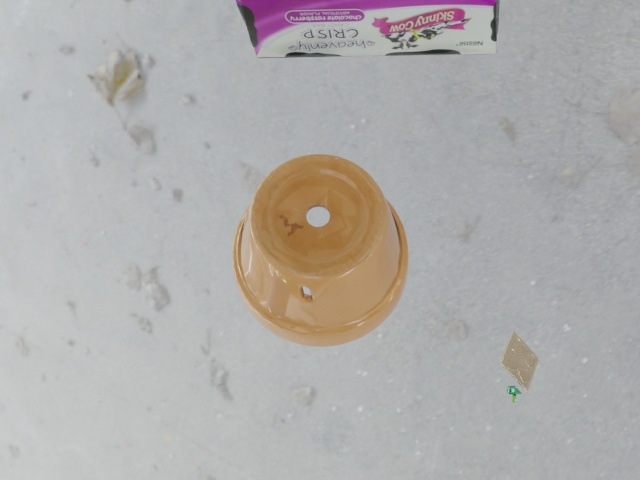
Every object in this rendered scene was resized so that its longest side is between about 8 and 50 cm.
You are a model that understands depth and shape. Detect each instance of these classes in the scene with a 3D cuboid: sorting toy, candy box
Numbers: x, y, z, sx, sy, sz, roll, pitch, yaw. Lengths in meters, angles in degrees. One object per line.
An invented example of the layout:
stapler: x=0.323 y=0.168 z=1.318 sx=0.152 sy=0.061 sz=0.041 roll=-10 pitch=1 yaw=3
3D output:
sorting toy: x=0.244 y=0.161 z=0.994 sx=0.012 sy=0.083 sz=0.062 roll=-22 pitch=115 yaw=46
candy box: x=0.040 y=-0.233 z=0.528 sx=0.159 sy=0.071 sz=0.234 roll=2 pitch=64 yaw=11

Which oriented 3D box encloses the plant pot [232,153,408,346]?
plant pot: x=0.000 y=0.000 z=1.230 sx=0.290 sy=0.203 sz=0.291 roll=0 pitch=69 yaw=0
